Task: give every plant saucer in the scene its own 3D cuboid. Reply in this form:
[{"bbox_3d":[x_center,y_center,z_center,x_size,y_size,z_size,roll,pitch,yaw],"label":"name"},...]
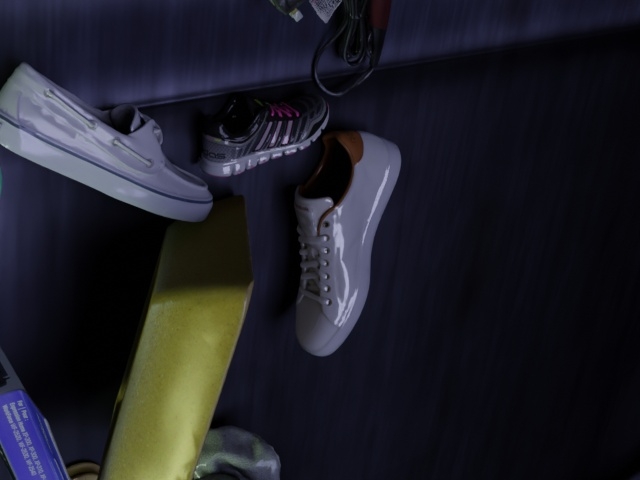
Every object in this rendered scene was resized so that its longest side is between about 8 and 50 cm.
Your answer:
[{"bbox_3d":[-0.159,0.132,0.910,0.081,0.333,0.332,16,104,-10],"label":"plant saucer"}]

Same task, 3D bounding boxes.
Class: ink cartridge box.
[{"bbox_3d":[-0.289,0.192,0.848,0.045,0.208,0.206,-27,129,-25],"label":"ink cartridge box"}]

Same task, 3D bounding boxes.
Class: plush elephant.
[{"bbox_3d":[-0.103,0.404,1.142,0.330,0.255,0.272,-51,-166,42],"label":"plush elephant"}]

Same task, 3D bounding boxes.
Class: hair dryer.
[{"bbox_3d":[0.058,-0.326,0.990,0.293,0.080,0.223,-49,153,-1],"label":"hair dryer"}]

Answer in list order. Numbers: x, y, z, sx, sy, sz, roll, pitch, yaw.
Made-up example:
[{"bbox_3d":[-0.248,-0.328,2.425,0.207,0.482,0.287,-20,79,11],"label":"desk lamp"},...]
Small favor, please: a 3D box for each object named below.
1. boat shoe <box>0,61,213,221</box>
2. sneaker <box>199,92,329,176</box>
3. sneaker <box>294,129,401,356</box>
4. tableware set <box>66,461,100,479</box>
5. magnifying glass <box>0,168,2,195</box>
[{"bbox_3d":[-0.193,-0.091,0.856,0.258,0.095,0.084,23,101,-49],"label":"boat shoe"},{"bbox_3d":[-0.062,-0.134,0.976,0.170,0.063,0.074,-27,136,-23],"label":"sneaker"},{"bbox_3d":[0.000,0.000,1.095,0.123,0.106,0.290,12,94,-42],"label":"sneaker"},{"bbox_3d":[-0.314,0.356,1.046,0.128,0.039,0.194,25,96,-48],"label":"tableware set"},{"bbox_3d":[-0.353,-0.100,0.753,0.092,0.026,0.231,-38,133,-20],"label":"magnifying glass"}]
